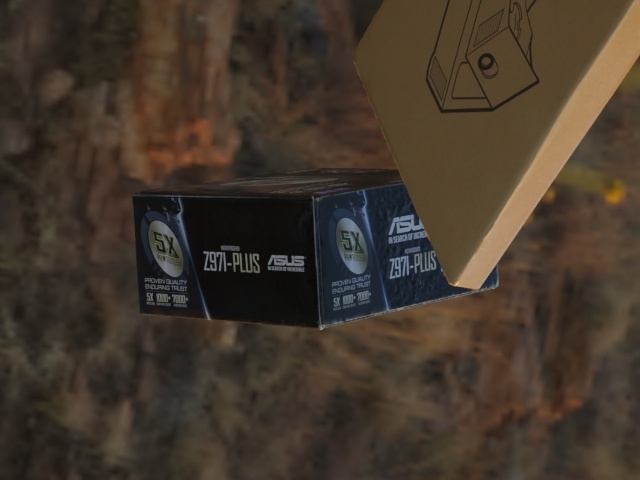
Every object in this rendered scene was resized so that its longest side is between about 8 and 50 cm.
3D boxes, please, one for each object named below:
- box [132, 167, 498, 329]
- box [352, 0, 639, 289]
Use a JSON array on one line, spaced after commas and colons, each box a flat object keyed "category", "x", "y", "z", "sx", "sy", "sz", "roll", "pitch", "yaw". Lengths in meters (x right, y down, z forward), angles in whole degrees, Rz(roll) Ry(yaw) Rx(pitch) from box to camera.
[{"category": "box", "x": 0.000, "y": 0.000, "z": 1.153, "sx": 0.180, "sy": 0.147, "sz": 0.077, "roll": -10, "pitch": 99, "yaw": -49}, {"category": "box", "x": 0.085, "y": -0.105, "z": 0.798, "sx": 0.021, "sy": 0.164, "sz": 0.201, "roll": 13, "pitch": 127, "yaw": -27}]
